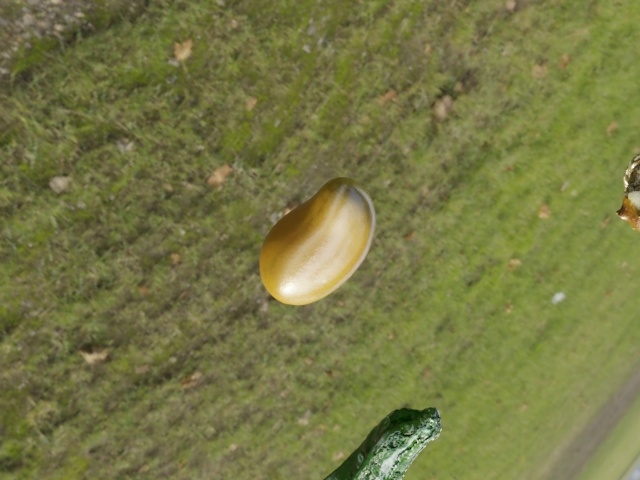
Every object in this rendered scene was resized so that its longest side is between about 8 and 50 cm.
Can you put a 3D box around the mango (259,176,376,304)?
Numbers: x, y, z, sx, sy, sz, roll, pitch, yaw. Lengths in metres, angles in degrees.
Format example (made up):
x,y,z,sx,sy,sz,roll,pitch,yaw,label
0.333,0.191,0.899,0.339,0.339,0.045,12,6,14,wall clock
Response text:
x,y,z,sx,sy,sz,roll,pitch,yaw,label
0.000,0.000,0.903,0.184,0.102,0.084,-52,-163,35,mango

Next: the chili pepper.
x,y,z,sx,sy,sz,roll,pitch,yaw,label
0.048,0.231,0.777,0.059,0.088,0.227,-10,143,-52,chili pepper

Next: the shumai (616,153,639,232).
x,y,z,sx,sy,sz,roll,pitch,yaw,label
0.576,-0.066,1.412,0.116,0.146,0.145,-59,159,-27,shumai
